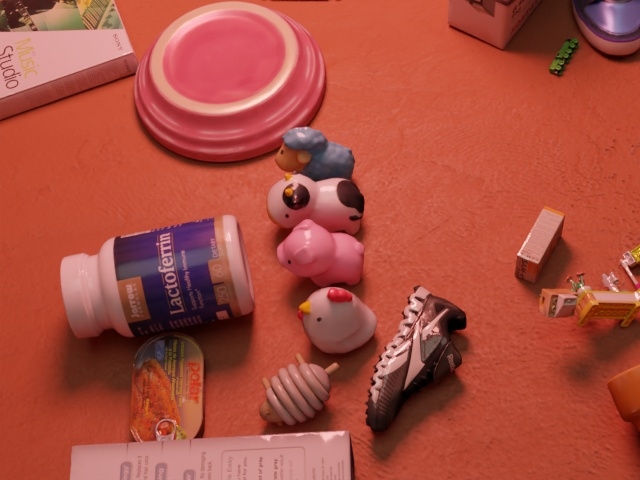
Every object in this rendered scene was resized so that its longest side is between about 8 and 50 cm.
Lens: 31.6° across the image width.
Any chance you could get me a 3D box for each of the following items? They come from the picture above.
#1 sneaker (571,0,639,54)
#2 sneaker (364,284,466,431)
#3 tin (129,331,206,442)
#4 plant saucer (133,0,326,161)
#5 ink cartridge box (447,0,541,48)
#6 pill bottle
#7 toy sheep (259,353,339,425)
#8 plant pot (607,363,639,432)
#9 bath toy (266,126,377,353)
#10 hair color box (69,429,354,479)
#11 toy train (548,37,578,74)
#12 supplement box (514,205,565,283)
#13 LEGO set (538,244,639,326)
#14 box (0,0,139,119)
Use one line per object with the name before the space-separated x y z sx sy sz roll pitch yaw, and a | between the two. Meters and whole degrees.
sneaker | 0.493 -0.501 1.891 0.130 0.236 0.322 0 58 6
sneaker | 0.142 0.173 1.601 0.106 0.078 0.234 17 59 19
tin | -0.218 0.223 1.634 0.106 0.040 0.189 -6 58 7
plant saucer | -0.158 -0.288 1.920 0.332 0.084 0.332 -3 57 4
ink cartridge box | 0.318 -0.497 1.879 0.121 0.289 0.211 31 66 19
pill bottle | -0.239 0.059 1.670 0.265 0.153 0.153 -12 58 0
toy sheep | -0.030 0.211 1.593 0.132 0.091 0.091 -39 60 4
plant pot | 0.503 0.238 1.465 0.205 0.205 0.188 -17 73 -5
bath toy | 0.000 0.000 1.696 0.151 0.129 0.348 -8 58 1
hair color box | -0.141 0.366 1.491 0.375 0.113 0.185 -4 57 3
toy train | 0.411 -0.312 1.912 0.024 0.017 0.083 20 62 29
supplement box | 0.328 0.007 1.694 0.036 0.062 0.098 24 63 19
LEGO set | 0.436 0.044 1.630 0.287 0.132 0.107 -22 50 0
box | -0.505 -0.344 2.008 0.322 0.058 0.232 -20 58 -8
